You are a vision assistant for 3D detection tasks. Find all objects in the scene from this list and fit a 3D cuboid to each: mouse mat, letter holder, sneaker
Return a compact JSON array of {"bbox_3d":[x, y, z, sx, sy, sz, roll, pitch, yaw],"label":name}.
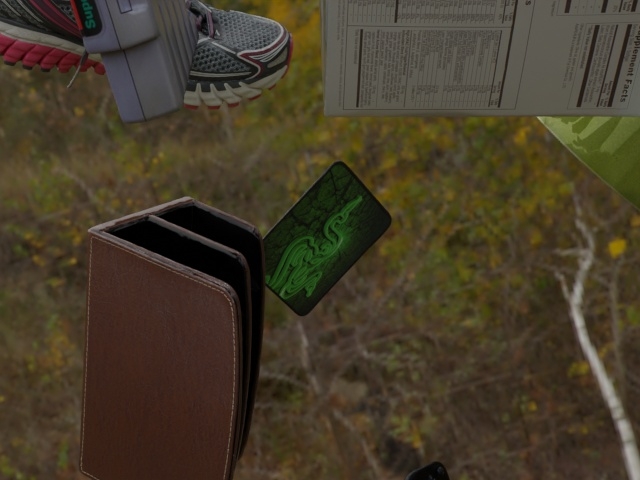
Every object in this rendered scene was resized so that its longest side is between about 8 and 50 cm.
[{"bbox_3d":[0.000,0.000,1.628,0.189,0.152,0.007,-46,42,-2],"label":"mouse mat"},{"bbox_3d":[-0.128,0.138,1.311,0.214,0.302,0.152,22,27,32],"label":"letter holder"},{"bbox_3d":[-0.163,-0.200,1.090,0.299,0.112,0.121,8,37,-21],"label":"sneaker"}]

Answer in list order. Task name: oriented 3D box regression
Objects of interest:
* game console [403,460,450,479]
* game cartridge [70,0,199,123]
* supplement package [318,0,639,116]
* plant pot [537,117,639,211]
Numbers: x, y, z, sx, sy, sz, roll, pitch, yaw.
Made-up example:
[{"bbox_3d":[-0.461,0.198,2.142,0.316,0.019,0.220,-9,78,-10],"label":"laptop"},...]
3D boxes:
[{"bbox_3d":[0.202,0.532,1.903,0.044,0.361,0.213,-19,-4,34],"label":"game console"},{"bbox_3d":[-0.166,-0.281,0.881,0.068,0.355,0.230,-12,23,7],"label":"game cartridge"},{"bbox_3d":[0.132,-0.233,0.974,0.263,0.198,0.199,0,45,-2],"label":"supplement package"},{"bbox_3d":[0.496,-0.226,1.773,0.293,0.275,0.275,-48,5,16],"label":"plant pot"}]
